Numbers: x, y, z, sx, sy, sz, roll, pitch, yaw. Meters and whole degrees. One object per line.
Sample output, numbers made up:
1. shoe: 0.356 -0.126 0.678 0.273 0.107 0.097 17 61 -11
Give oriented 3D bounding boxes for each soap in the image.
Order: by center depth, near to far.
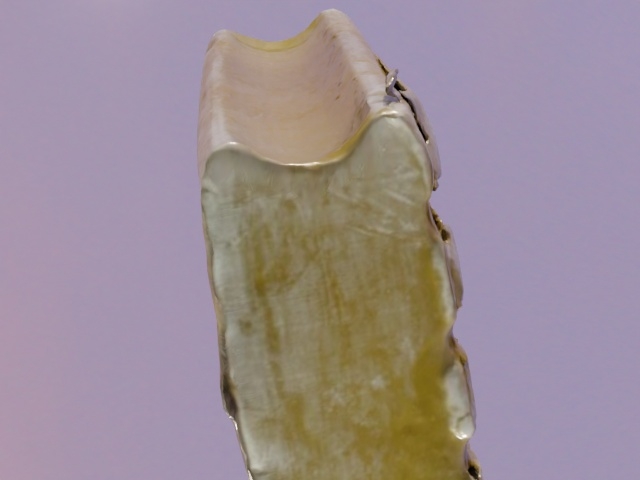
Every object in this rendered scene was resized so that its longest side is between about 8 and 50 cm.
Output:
1. soap: 0.000 0.000 0.578 0.089 0.274 0.173 -11 -74 -1
